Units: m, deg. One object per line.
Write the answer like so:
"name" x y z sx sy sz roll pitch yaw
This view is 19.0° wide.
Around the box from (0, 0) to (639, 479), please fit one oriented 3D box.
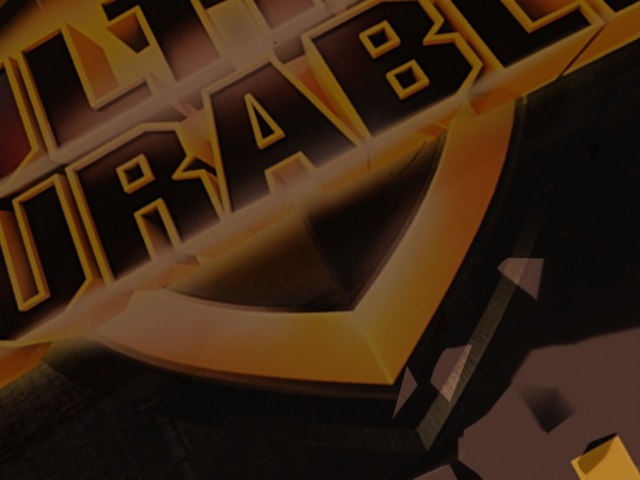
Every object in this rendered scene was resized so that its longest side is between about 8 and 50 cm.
"box" 0.000 0.000 0.365 0.322 0.079 0.257 -28 78 2
